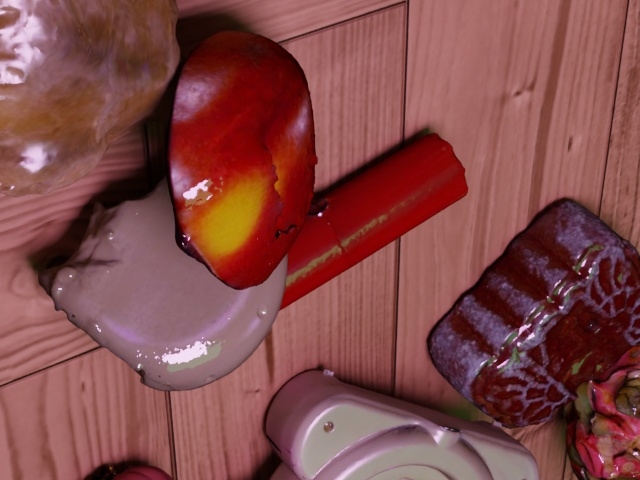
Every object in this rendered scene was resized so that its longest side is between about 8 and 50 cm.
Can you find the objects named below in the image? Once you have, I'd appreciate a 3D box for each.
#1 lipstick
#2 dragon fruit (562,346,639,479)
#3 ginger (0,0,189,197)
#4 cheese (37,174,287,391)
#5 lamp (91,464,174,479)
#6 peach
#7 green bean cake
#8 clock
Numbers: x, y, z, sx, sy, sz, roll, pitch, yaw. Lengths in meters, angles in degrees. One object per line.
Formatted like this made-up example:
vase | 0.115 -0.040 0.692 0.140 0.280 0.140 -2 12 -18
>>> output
lipstick | 0.001 0.001 1.437 0.280 0.073 0.073 -32 137 -15
dragon fruit | 0.407 0.189 1.787 0.303 0.237 0.231 -10 135 -31
ginger | -0.168 -0.126 1.155 0.270 0.123 0.219 28 83 -46
cheese | -0.110 0.019 1.312 0.202 0.175 0.091 -55 -177 -20
lamp | -0.177 0.252 1.488 0.107 0.092 0.107 -37 173 -5
peach | -0.036 -0.071 1.233 0.279 0.068 0.189 -59 143 -56
green bean cake | 0.239 0.087 1.674 0.232 0.097 0.198 -46 139 2
clock | 0.047 0.303 1.600 0.284 0.114 0.309 19 96 -27
